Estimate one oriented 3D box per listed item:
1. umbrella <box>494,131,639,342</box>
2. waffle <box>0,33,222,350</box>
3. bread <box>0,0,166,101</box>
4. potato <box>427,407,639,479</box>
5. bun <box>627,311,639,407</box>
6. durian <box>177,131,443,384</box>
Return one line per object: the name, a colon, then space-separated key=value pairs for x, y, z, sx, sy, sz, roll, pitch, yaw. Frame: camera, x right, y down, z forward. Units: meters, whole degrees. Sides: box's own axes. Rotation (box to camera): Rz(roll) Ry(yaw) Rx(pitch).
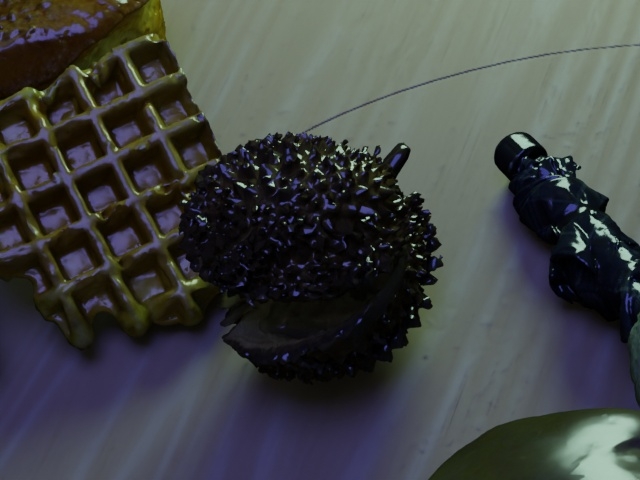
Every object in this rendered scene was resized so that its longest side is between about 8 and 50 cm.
umbrella: x=0.190 y=0.000 z=1.289 sx=0.071 sy=0.080 sz=0.224 roll=-51 pitch=47 yaw=18
waffle: x=-0.175 y=-0.022 z=1.349 sx=0.219 sy=0.057 sz=0.229 roll=-24 pitch=75 yaw=-11
bread: x=-0.257 y=-0.187 z=1.487 sx=0.268 sy=0.145 sz=0.268 roll=-6 pitch=48 yaw=7
potato: x=0.172 y=0.238 z=1.000 sx=0.243 sy=0.221 sz=0.326 roll=-51 pitch=44 yaw=29
bun: x=0.280 y=0.087 z=1.147 sx=0.195 sy=0.118 sz=0.195 roll=12 pitch=61 yaw=-23
durian: x=0.000 y=0.000 z=1.251 sx=0.196 sy=0.196 sz=0.167 roll=-43 pitch=54 yaw=-19
